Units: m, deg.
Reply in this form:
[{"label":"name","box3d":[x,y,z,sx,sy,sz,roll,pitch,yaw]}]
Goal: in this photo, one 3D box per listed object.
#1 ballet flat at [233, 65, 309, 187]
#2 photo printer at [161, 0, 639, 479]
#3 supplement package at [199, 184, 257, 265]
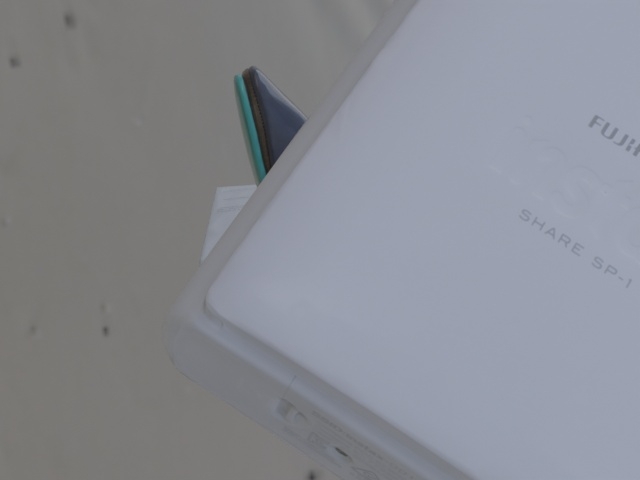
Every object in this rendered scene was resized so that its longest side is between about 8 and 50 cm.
[{"label":"ballet flat","box3d":[0.000,0.000,0.887,0.074,0.074,0.203,23,55,-68]},{"label":"photo printer","box3d":[0.117,-0.007,0.727,0.307,0.256,0.107,-54,176,-24]},{"label":"supplement package","box3d":[-0.047,0.027,1.482,0.179,0.105,0.105,-86,173,-67]}]
